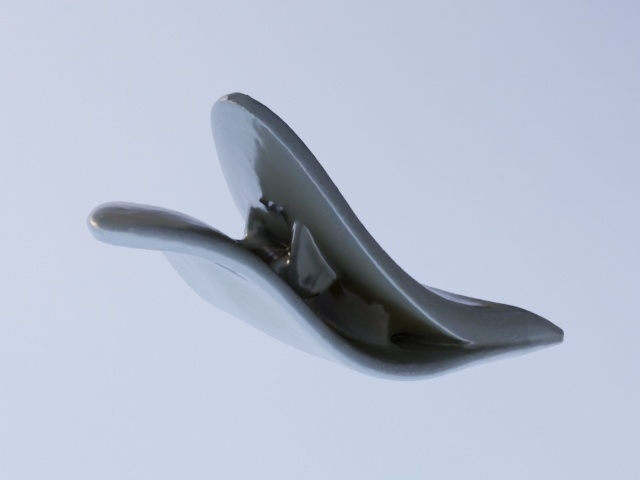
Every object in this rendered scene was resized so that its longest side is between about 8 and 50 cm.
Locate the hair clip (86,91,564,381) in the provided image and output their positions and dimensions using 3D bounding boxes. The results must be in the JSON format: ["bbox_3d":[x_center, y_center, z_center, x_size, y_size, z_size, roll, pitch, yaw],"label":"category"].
[{"bbox_3d":[-0.005,0.019,0.788,0.282,0.113,0.172,39,168,-39],"label":"hair clip"}]
